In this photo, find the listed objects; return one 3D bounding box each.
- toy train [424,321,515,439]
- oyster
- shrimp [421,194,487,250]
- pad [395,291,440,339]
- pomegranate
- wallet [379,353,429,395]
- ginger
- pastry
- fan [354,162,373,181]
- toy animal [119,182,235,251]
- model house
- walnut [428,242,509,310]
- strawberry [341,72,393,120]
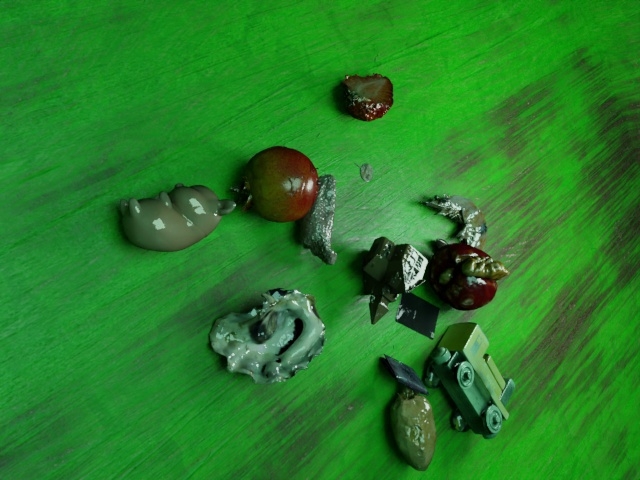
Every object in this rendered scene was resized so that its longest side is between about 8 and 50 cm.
[{"bbox_3d":[0.516,0.478,2.148,0.253,0.160,0.397,-48,113,-38],"label":"toy train"},{"bbox_3d":[-0.117,0.248,1.703,0.351,0.114,0.238,-35,98,-40],"label":"oyster"},{"bbox_3d":[0.473,-0.043,2.223,0.360,0.085,0.247,30,74,-36],"label":"shrimp"},{"bbox_3d":[0.327,0.248,2.115,0.193,0.004,0.116,29,67,-31],"label":"pad"},{"bbox_3d":[-0.118,-0.144,1.685,0.235,0.210,0.210,-23,100,-13],"label":"pomegranate"},{"bbox_3d":[0.263,0.426,1.987,0.165,0.111,0.030,32,106,-32],"label":"wallet"},{"bbox_3d":[0.288,0.591,1.965,0.137,0.152,0.267,-6,94,-9],"label":"ginger"},{"bbox_3d":[-0.008,-0.063,1.814,0.112,0.103,0.265,3,74,-28],"label":"pastry"},{"bbox_3d":[0.141,-0.217,2.020,0.080,0.003,0.060,-1,85,-39],"label":"fan"},{"bbox_3d":[-0.347,-0.054,1.520,0.250,0.166,0.154,-19,106,-31],"label":"toy animal"},{"bbox_3d":[0.185,0.133,1.902,0.176,0.180,0.248,37,62,-29],"label":"model house"},{"bbox_3d":[0.505,0.114,2.118,0.269,0.243,0.222,5,61,-46],"label":"walnut"},{"bbox_3d":[0.145,-0.438,1.995,0.235,0.107,0.175,-9,54,-39],"label":"strawberry"}]
